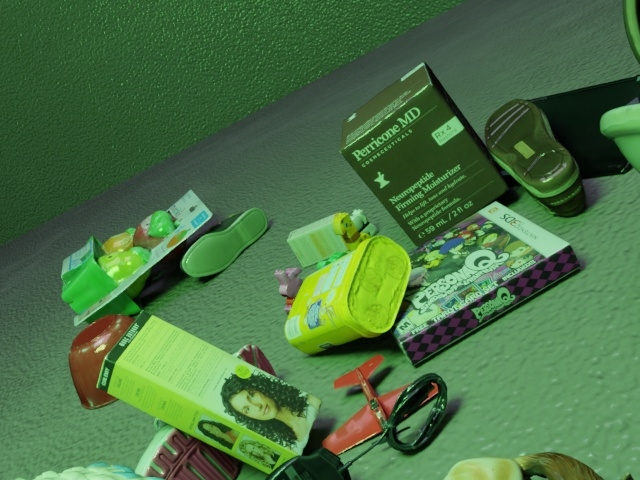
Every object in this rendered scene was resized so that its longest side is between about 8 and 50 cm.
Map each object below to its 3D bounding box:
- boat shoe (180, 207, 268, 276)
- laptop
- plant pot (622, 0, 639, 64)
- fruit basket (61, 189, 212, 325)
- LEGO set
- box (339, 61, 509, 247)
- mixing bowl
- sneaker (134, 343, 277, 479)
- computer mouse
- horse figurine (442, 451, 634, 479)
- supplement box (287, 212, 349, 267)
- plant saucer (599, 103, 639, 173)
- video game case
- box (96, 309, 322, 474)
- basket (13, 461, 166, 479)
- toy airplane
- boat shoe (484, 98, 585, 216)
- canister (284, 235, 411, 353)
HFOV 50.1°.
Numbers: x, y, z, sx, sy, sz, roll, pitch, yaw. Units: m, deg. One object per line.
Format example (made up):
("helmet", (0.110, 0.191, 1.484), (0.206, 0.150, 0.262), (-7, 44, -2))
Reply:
("boat shoe", (-0.209, 0.008, 1.438), (0.227, 0.081, 0.068), (-37, 18, -36))
("laptop", (0.433, -0.178, 1.096), (0.264, 0.137, 0.234), (-14, 7, -39))
("plant pot", (0.562, -0.330, 0.918), (0.323, 0.323, 0.280), (-23, 7, 19))
("fruit basket", (-0.406, 0.017, 1.506), (0.353, 0.165, 0.327), (-45, 22, -3))
("LEGO set", (0.023, 0.012, 1.093), (0.087, 0.093, 0.227), (-2, 35, 51))
("box", (0.156, -0.135, 1.065), (0.168, 0.203, 0.167), (-35, 18, 19))
("mixing bowl", (-0.367, 0.193, 1.195), (0.181, 0.098, 0.181), (-25, 21, 11))
("sneaker", (-0.151, 0.234, 0.832), (0.111, 0.103, 0.252), (-21, 16, 34))
("computer mouse", (0.029, 0.213, 0.677), (0.242, 0.071, 0.041), (-33, -1, -14))
("horse figurine", (0.108, 0.233, 0.525), (0.263, 0.066, 0.174), (-31, 27, 4))
("supplement box", (0.000, 0.000, 1.195), (0.098, 0.062, 0.036), (-21, 24, 21))
("plant saucer", (0.433, -0.049, 0.543), (0.400, 0.101, 0.400), (2, 7, 0))
("video game case", (0.179, 0.045, 0.885), (0.232, 0.042, 0.210), (-30, 19, 0))
("box", (-0.120, 0.170, 0.757), (0.087, 0.232, 0.058), (-64, -1, -54))
("basket", (-0.249, 0.313, 0.579), (0.289, 0.201, 0.254), (-7, 0, -43))
("toy airplane", (0.060, 0.176, 0.764), (0.151, 0.028, 0.151), (-27, 22, 12))
("boat shoe", (0.310, -0.115, 0.993), (0.095, 0.095, 0.257), (-33, 29, 20))
("canister", (0.030, 0.076, 0.887), (0.170, 0.073, 0.126), (-31, 30, 55))
